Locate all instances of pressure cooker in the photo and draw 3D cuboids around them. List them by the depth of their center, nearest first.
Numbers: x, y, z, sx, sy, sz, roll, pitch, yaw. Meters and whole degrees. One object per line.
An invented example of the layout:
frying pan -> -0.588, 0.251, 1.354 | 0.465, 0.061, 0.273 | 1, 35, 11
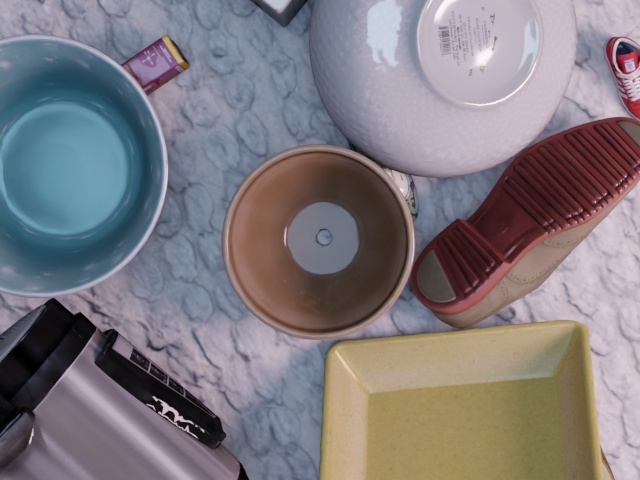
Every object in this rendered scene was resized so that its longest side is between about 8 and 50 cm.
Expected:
pressure cooker -> -0.333, 0.274, 1.555 | 0.420, 0.375, 0.370 | 44, 120, -8

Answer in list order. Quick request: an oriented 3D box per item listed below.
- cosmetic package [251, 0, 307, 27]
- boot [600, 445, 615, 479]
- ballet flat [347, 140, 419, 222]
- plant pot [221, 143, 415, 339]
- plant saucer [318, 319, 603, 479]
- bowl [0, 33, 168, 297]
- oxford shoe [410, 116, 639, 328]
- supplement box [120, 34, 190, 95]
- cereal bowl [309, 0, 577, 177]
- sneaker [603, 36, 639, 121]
cosmetic package -> -0.047, -0.384, 1.659 | 0.151, 0.151, 0.184 | 38, 92, 0
boot -> 0.283, 0.311, 1.704 | 0.165, 0.077, 0.213 | -23, 84, 2
ballet flat -> 0.070, -0.102, 1.707 | 0.070, 0.070, 0.188 | -26, 91, 3
plant pot -> 0.000, 0.000, 1.687 | 0.237, 0.110, 0.237 | 0, 93, 4
plant saucer -> 0.168, 0.263, 1.622 | 0.332, 0.081, 0.333 | -6, 49, 11
bowl -> -0.330, -0.088, 1.673 | 0.311, 0.163, 0.312 | 0, 91, 2
oxford shoe -> 0.269, -0.021, 1.682 | 0.348, 0.130, 0.123 | -35, 58, 4
supplement box -> -0.214, -0.218, 1.719 | 0.083, 0.055, 0.043 | -34, 89, 2
cereal bowl -> 0.163, -0.238, 1.611 | 0.338, 0.141, 0.339 | -3, 99, -18
sneaker -> 0.391, -0.201, 1.691 | 0.042, 0.067, 0.118 | -27, 90, 3
